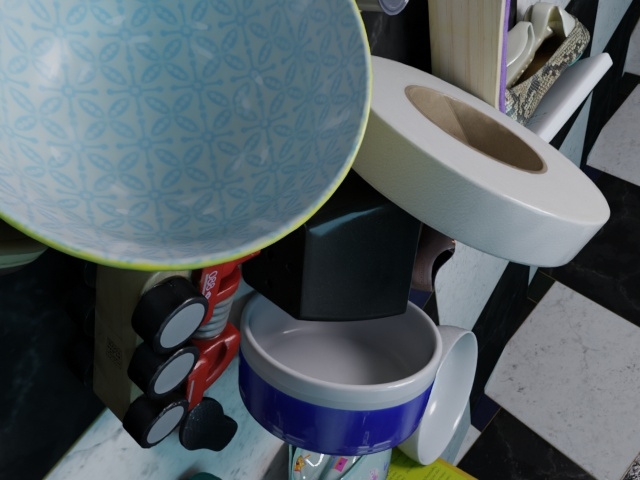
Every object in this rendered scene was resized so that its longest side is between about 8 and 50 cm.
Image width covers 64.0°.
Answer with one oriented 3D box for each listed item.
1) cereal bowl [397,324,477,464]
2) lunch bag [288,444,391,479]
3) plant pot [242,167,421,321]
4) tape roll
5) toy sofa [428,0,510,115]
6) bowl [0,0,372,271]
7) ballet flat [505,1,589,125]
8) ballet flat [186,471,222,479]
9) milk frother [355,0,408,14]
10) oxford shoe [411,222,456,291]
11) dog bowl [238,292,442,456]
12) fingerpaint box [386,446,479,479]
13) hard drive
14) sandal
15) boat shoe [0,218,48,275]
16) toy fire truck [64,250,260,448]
[{"bbox_3d":[0.262,0.366,1.277,0.339,0.141,0.339,-28,125,-48],"label":"cereal bowl"},{"bbox_3d":[0.024,0.447,0.963,0.262,0.160,0.223,-40,139,-47],"label":"lunch bag"},{"bbox_3d":[0.000,0.000,0.667,0.167,0.188,0.188,-14,120,-38],"label":"plant pot"},{"bbox_3d":[0.184,-0.120,0.672,0.392,0.392,0.072,-19,145,-51],"label":"tape roll"},{"bbox_3d":[0.248,-0.342,0.834,0.150,0.177,0.363,-48,142,-30],"label":"toy sofa"},{"bbox_3d":[-0.121,-0.110,0.395,0.289,0.289,0.156,-57,-172,-19],"label":"bowl"},{"bbox_3d":[0.486,-0.429,1.176,0.483,0.164,0.182,-49,133,-24],"label":"ballet flat"},{"bbox_3d":[-0.229,0.425,0.624,0.316,0.107,0.106,-27,136,-46],"label":"ballet flat"},{"bbox_3d":[0.031,-0.332,0.551,0.129,0.134,0.143,-53,144,-26],"label":"milk frother"},{"bbox_3d":[0.257,-0.012,1.105,0.271,0.098,0.097,-64,148,-9],"label":"oxford shoe"},{"bbox_3d":[0.022,0.153,0.690,0.265,0.264,0.104,-22,128,-50],"label":"dog bowl"},{"bbox_3d":[0.184,0.658,1.121,0.444,0.371,0.163,-13,118,-54],"label":"fingerpaint box"},{"bbox_3d":[0.515,-0.309,1.205,0.307,0.203,0.040,-47,109,-18],"label":"hard drive"},{"bbox_3d":[-0.158,0.249,0.695,0.067,0.040,0.179,-49,158,-20],"label":"sandal"},{"bbox_3d":[-0.321,0.002,0.255,0.123,0.123,0.342,-47,160,21],"label":"boat shoe"},{"bbox_3d":[-0.127,0.043,0.532,0.246,0.158,0.217,-30,148,-46],"label":"toy fire truck"}]
